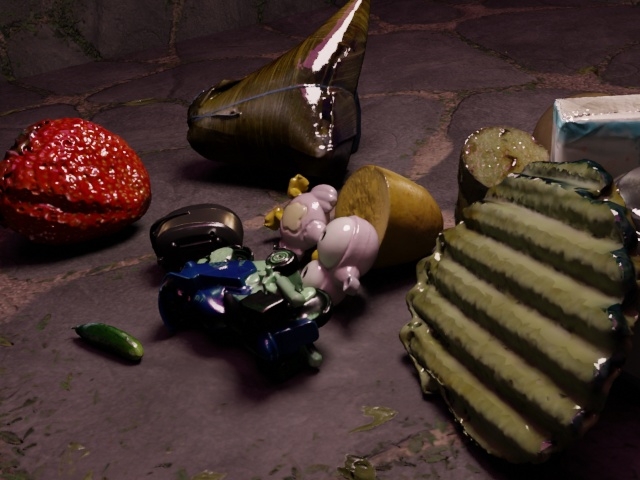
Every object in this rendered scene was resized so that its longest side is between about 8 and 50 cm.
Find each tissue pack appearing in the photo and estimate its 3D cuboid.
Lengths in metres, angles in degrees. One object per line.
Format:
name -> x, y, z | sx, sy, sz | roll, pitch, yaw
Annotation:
tissue pack -> 0.465, -0.088, 1.200 | 0.201, 0.271, 0.124 | 2, 29, 15

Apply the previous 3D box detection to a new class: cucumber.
cucumber -> -0.324, 0.147, 1.157 | 0.155, 0.037, 0.037 | 13, 33, 31

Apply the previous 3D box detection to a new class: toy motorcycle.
toy motorcycle -> -0.125, 0.091, 1.140 | 0.196, 0.125, 0.331 | -30, 32, -26

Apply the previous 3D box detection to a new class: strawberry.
strawberry -> -0.478, -0.103, 1.473 | 0.288, 0.250, 0.238 | 20, 21, -5

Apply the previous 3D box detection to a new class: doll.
doll -> 0.001, 0.001, 1.268 | 0.094, 0.160, 0.365 | 29, 11, -25

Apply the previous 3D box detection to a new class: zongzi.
zongzi -> -0.088, -0.365, 1.669 | 0.403, 0.432, 0.208 | 9, -5, 26

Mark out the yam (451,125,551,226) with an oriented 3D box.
yam -> 0.293, -0.076, 1.218 | 0.154, 0.254, 0.154 | -3, 64, 6

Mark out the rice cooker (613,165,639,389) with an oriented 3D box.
rice cooker -> 0.466, 0.035, 0.934 | 0.264, 0.317, 0.316 | -2, 27, 8

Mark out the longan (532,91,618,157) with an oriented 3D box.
longan -> 0.507, -0.160, 1.413 | 0.246, 0.215, 0.246 | -1, 68, 2

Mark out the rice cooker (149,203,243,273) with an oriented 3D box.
rice cooker -> -0.217, 0.000, 1.338 | 0.165, 0.112, 0.106 | -13, 34, -3

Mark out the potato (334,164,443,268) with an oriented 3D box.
potato -> 0.130, -0.031, 1.293 | 0.158, 0.203, 0.178 | 7, 59, -26

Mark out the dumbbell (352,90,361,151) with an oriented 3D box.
dumbbell -> -0.061, -0.289, 1.829 | 0.316, 0.143, 0.156 | 0, 31, 11

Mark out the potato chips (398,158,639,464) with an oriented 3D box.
potato chips -> 0.241, 0.060, 0.924 | 0.070, 0.358, 0.429 | 28, 6, -21
